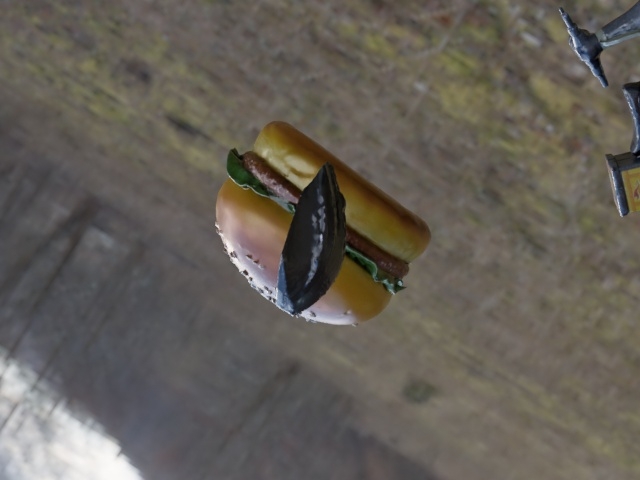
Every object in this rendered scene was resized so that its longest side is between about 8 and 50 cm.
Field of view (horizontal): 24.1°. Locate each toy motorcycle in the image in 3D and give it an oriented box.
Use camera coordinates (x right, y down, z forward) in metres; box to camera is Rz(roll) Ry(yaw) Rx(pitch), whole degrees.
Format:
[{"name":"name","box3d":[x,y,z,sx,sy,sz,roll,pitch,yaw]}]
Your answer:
[{"name":"toy motorcycle","box3d":[0.360,-0.171,1.621,0.091,0.157,0.263,-82,-25,-72]}]

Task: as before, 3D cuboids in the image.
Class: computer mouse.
[{"name":"computer mouse","box3d":[0.000,0.000,1.257,0.047,0.135,0.079,13,168,9]}]

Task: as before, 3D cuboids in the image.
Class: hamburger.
[{"name":"hamburger","box3d":[-0.011,-0.008,1.627,0.246,0.170,0.246,34,180,0]}]
